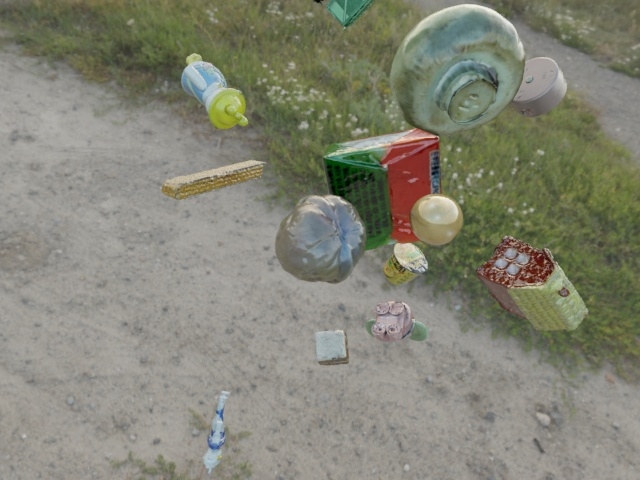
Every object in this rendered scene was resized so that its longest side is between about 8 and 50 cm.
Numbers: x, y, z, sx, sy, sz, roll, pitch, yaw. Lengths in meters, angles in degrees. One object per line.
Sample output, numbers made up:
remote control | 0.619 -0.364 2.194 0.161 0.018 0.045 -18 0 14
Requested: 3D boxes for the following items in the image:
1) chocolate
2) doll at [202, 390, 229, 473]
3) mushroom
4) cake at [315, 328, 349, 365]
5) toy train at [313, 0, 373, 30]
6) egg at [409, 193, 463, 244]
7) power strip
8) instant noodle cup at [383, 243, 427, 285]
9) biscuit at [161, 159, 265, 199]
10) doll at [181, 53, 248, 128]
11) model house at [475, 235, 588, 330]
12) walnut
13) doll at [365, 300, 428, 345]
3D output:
chocolate | 0.199 -0.159 1.550 0.340 0.360 0.162 -10 35 5
doll | -0.307 0.575 1.473 0.057 0.114 0.228 14 81 -11
mushroom | 0.351 -0.423 1.264 0.351 0.352 0.260 -3 46 -16
cake | 0.045 0.435 2.010 0.135 0.147 0.135 -8 59 7
toy train | 0.092 -0.626 1.115 0.154 0.269 0.115 38 47 -18
egg | 0.174 -0.034 0.752 0.096 0.080 0.080 16 24 -52
power strip | 0.595 -0.423 1.369 0.078 0.154 0.154 33 23 -40
instant noodle cup | 0.320 0.098 1.911 0.151 0.122 0.152 20 42 -19
biscuit | -0.351 -0.209 1.658 0.094 0.054 0.378 17 28 38
doll | -0.242 -0.332 1.119 0.098 0.135 0.241 -27 54 -22
model house | 0.572 0.127 1.298 0.160 0.196 0.254 -44 25 -1
walnut | -0.001 -0.002 1.316 0.248 0.249 0.248 7 40 -6
doll | 0.324 0.387 2.176 0.284 0.268 0.217 -1 51 23
